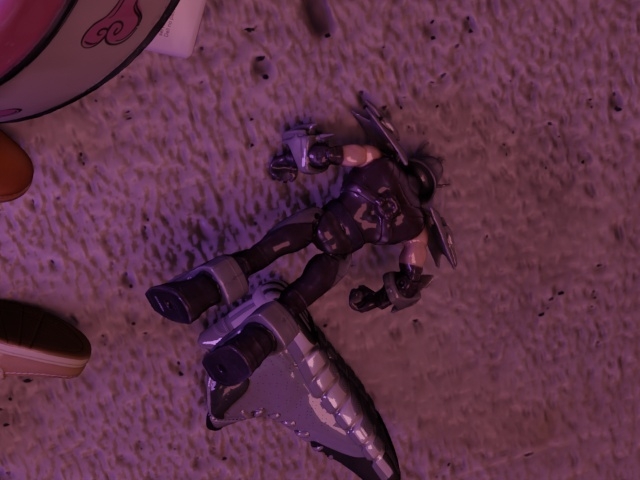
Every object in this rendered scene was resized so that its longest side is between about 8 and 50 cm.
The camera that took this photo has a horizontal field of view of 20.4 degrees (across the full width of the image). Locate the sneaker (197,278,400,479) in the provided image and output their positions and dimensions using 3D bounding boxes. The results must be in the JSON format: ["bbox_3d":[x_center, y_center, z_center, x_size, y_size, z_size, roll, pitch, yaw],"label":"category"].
[{"bbox_3d":[-0.032,0.152,1.602,0.132,0.086,0.228,-31,107,8],"label":"sneaker"}]

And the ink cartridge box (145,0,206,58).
[{"bbox_3d":[-0.209,-0.270,1.339,0.273,0.115,0.198,12,111,-16],"label":"ink cartridge box"}]

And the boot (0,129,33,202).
[{"bbox_3d":[-0.275,-0.104,1.380,0.197,0.073,0.152,28,143,-32],"label":"boot"}]

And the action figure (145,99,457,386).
[{"bbox_3d":[0.000,0.000,1.501,0.285,0.099,0.185,-35,92,-24],"label":"action figure"}]

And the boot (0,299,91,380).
[{"bbox_3d":[-0.312,0.134,1.529,0.213,0.077,0.165,8,112,-10],"label":"boot"}]

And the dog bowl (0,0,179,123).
[{"bbox_3d":[-0.276,-0.264,1.148,0.408,0.150,0.408,6,106,23],"label":"dog bowl"}]
